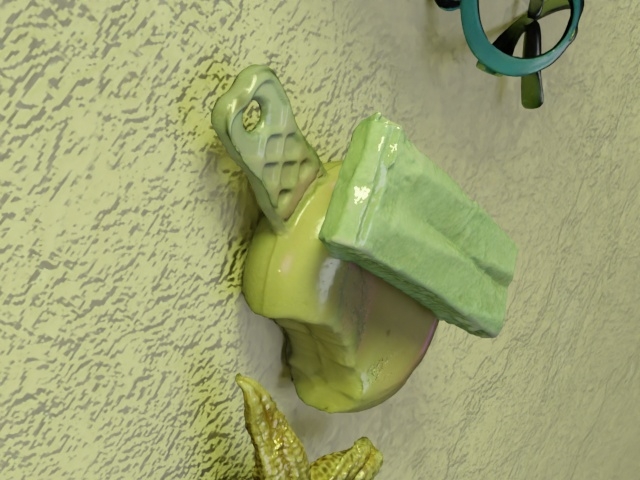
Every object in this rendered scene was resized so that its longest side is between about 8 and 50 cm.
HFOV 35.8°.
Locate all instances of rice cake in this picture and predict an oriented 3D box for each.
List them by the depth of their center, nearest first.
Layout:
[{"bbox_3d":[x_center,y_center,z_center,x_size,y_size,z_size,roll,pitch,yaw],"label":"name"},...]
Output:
[{"bbox_3d":[0.074,0.000,0.658,0.226,0.040,0.085,33,74,-52],"label":"rice cake"}]

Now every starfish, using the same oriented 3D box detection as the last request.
[{"bbox_3d":[-0.045,0.206,0.701,0.235,0.062,0.277,-37,146,-23],"label":"starfish"}]

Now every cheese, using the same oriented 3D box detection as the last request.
[{"bbox_3d":[0.000,0.000,0.664,0.163,0.082,0.286,-58,141,-21],"label":"cheese"}]

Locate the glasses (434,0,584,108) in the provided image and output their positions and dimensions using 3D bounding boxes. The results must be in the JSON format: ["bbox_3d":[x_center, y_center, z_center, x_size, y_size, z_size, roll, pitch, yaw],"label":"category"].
[{"bbox_3d":[0.202,-0.213,0.826,0.207,0.102,0.239,39,72,-54],"label":"glasses"}]
